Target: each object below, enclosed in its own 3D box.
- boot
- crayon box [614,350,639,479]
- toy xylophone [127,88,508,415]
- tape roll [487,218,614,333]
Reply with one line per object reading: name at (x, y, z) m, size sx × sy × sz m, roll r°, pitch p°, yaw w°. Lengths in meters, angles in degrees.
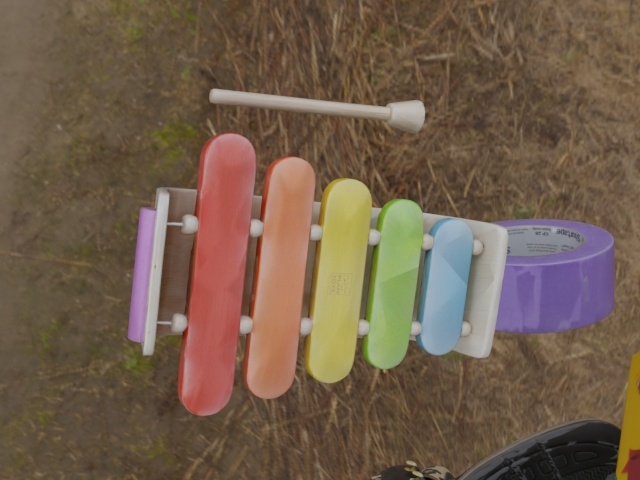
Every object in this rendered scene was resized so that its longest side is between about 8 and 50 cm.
boot at (0.151, 0.306, 0.957) m, size 0.377 × 0.284 × 0.138 m, roll -40°, pitch 89°, yaw 0°
crayon box at (0.330, 0.163, 0.693) m, size 0.081 × 0.202 × 0.318 m, roll 27°, pitch 55°, yaw -6°
toy xylophone at (0.000, 0.000, 0.682) m, size 0.323 × 0.081 × 0.236 m, roll -5°, pitch 100°, yaw -27°
tape roll at (0.241, 0.036, 1.001) m, size 0.189 × 0.189 × 0.080 m, roll -3°, pitch 105°, yaw 11°
